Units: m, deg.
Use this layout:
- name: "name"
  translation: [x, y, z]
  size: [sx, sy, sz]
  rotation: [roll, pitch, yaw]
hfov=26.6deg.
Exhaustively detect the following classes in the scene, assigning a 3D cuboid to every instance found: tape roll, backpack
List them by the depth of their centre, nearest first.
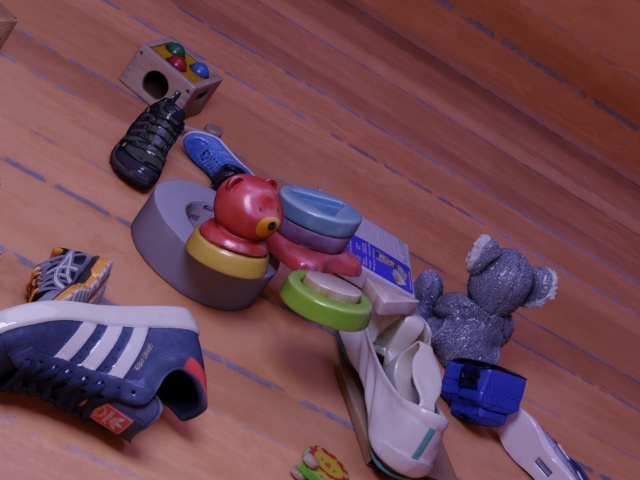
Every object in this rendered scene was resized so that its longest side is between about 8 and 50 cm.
- name: "tape roll"
  translation: [-0.170, 0.005, 2.017]
  size: [0.219, 0.072, 0.219]
  rotation: [30, 24, -15]
- name: "backpack"
  translation: [0.246, 0.239, 2.149]
  size: [0.098, 0.101, 0.120]
  rotation: [26, -7, -34]

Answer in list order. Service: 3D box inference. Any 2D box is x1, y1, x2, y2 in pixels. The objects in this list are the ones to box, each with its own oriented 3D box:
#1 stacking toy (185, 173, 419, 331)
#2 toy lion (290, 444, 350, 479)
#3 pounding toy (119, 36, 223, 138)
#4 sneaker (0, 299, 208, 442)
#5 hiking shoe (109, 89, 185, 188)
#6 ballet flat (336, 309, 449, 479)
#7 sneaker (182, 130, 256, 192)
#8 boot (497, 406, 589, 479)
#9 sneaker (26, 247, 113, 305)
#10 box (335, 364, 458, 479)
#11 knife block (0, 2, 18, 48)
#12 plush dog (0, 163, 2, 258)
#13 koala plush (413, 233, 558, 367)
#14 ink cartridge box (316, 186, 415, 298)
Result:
- name: "stacking toy"
  translation: [0.000, 0.000, 1.922]
  size: [0.280, 0.130, 0.309]
  rotation: [30, 19, 26]
- name: "toy lion"
  translation: [0.011, 0.309, 1.765]
  size: [0.100, 0.034, 0.096]
  rotation: [46, 17, 19]
- name: "pounding toy"
  translation: [-0.242, -0.261, 2.390]
  size: [0.206, 0.094, 0.181]
  rotation: [39, 23, 6]
- name: "sneaker"
  translation: [-0.265, 0.158, 1.536]
  size: [0.350, 0.131, 0.148]
  rotation: [0, 63, -43]
- name: "hiking shoe"
  translation: [-0.268, -0.169, 2.149]
  size: [0.086, 0.114, 0.227]
  rotation: [30, 24, -17]
- name: "ballet flat"
  translation: [0.118, 0.181, 1.974]
  size: [0.139, 0.139, 0.400]
  rotation: [28, 24, -22]
- name: "sneaker"
  translation: [-0.173, -0.126, 2.278]
  size: [0.152, 0.058, 0.084]
  rotation: [42, 14, -6]
- name: "boot"
  translation: [0.358, 0.345, 2.163]
  size: [0.190, 0.069, 0.086]
  rotation: [56, 21, 21]
- name: "sneaker"
  translation: [-0.329, 0.068, 1.675]
  size: [0.083, 0.084, 0.215]
  rotation: [24, 20, 2]
- name: "box"
  translation: [0.111, 0.275, 1.980]
  size: [0.164, 0.021, 0.201]
  rotation: [24, 27, -29]
- name: "knife block"
  translation: [-0.589, -0.338, 2.038]
  size: [0.276, 0.088, 0.242]
  rotation: [43, 23, 12]
- name: "plush dog"
  translation: [-0.473, -0.086, 1.552]
  size: [0.262, 0.225, 0.211]
  rotation: [49, 25, 25]
- name: "koala plush"
  translation: [0.283, 0.103, 2.294]
  size: [0.196, 0.221, 0.203]
  rotation: [32, 24, -14]
- name: "ink cartridge box"
  translation: [0.068, 0.014, 2.378]
  size: [0.208, 0.045, 0.206]
  rotation: [33, 23, -16]
